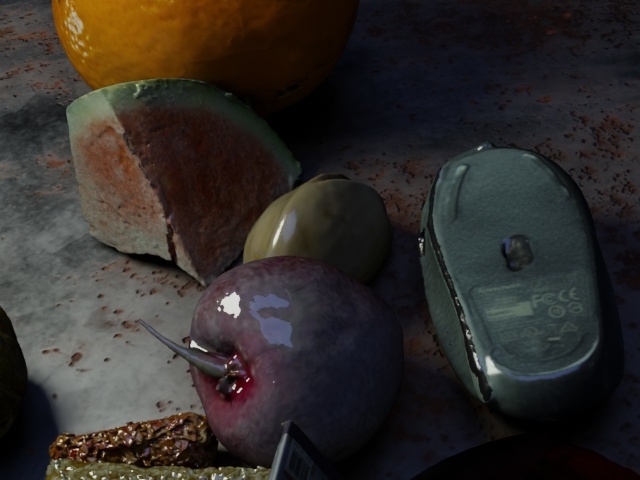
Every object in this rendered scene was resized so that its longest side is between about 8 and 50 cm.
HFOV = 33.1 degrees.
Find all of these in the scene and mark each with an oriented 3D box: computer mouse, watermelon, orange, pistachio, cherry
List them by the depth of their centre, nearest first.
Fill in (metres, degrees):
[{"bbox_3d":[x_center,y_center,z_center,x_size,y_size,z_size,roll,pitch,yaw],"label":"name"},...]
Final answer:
[{"bbox_3d":[-0.028,0.121,1.057,0.266,0.183,0.213,-10,77,-30],"label":"cherry"},{"bbox_3d":[0.212,0.048,1.160,0.203,0.114,0.374,-9,46,7],"label":"computer mouse"},{"bbox_3d":[0.000,0.000,1.236,0.137,0.153,0.238,26,22,20],"label":"pistachio"},{"bbox_3d":[-0.170,-0.080,1.323,0.193,0.232,0.310,20,3,30],"label":"watermelon"},{"bbox_3d":[-0.145,-0.319,1.434,0.423,0.424,0.326,-17,85,-11],"label":"orange"}]

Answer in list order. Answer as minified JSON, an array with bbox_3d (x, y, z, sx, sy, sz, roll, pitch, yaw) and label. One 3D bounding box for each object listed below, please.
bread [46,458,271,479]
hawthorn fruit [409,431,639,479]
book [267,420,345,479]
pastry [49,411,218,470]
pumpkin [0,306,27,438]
[{"bbox_3d":[-0.149,0.294,0.947,0.234,0.111,0.184,1,39,7],"label":"bread"},{"bbox_3d":[0.154,0.288,0.766,0.315,0.316,0.316,-4,41,3],"label":"hawthorn fruit"},{"bbox_3d":[-0.015,0.289,0.901,0.026,0.157,0.231,-19,34,30],"label":"book"},{"bbox_3d":[-0.182,0.214,1.062,0.169,0.087,0.063,-11,55,-4],"label":"pastry"},{"bbox_3d":[-0.411,0.142,1.125,0.219,0.162,0.219,-6,64,14],"label":"pumpkin"}]
